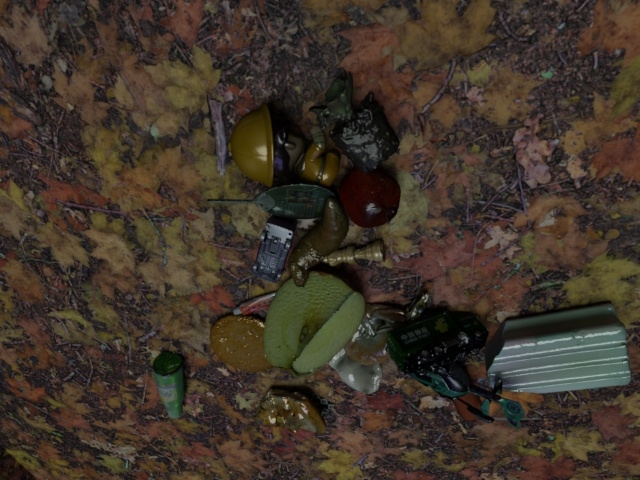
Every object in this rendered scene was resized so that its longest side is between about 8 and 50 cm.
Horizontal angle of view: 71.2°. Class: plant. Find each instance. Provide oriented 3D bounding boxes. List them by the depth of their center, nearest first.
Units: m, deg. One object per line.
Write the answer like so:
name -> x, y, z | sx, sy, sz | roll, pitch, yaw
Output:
plant -> 0.077, -0.254, 0.977 | 0.142, 0.131, 0.203 | -27, 114, 23

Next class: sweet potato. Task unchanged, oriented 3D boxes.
sweet potato -> 0.001, 0.000, 1.157 | 0.098, 0.124, 0.310 | 40, 128, 10

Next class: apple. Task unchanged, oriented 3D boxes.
apple -> -0.016, 0.226, 1.266 | 0.254, 0.179, 0.346 | 32, 108, -10

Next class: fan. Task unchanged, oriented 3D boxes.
fan -> -0.089, -0.098, 1.063 | 0.294, 0.012, 0.223 | 10, 162, -32

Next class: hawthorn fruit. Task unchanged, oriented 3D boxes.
hawthorn fruit -> 0.110, -0.112, 1.068 | 0.172, 0.148, 0.148 | 44, 125, 19

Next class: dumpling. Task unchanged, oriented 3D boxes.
dumpling -> 0.117, 0.391, 1.390 | 0.188, 0.108, 0.127 | 41, 96, 3

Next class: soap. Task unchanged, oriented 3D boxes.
soap -> 0.625, 0.305, 1.213 | 0.347, 0.115, 0.208 | -15, 116, 21

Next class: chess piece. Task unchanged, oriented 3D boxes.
chess piece -> 0.087, 0.038, 1.203 | 0.172, 0.060, 0.060 | -7, 119, 19

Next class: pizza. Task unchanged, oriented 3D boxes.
pizza -> -0.131, 0.607, 1.576 | 0.297, 0.071, 0.189 | -6, 119, 31

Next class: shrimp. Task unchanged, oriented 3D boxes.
shrimp -> 0.184, 0.237, 1.290 | 0.168, 0.077, 0.317 | 45, 110, 7

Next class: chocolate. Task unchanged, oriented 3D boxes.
chocolate -> -0.541, 0.540, 1.625 | 0.110, 0.110, 0.291 | 10, 125, 6

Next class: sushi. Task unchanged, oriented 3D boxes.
sushi -> -0.029, 0.596, 1.587 | 0.120, 0.026, 0.126 | 30, 122, -6

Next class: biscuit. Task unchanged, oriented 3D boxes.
biscuit -> -0.243, 0.338, 1.469 | 0.254, 0.035, 0.254 | 5, 121, 8

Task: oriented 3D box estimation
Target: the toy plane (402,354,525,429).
toy plane -> 0.373, 0.392, 1.246 | 0.382, 0.106, 0.155 | 13, 124, 38

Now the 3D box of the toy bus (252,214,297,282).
toy bus -> -0.121, 0.022, 1.215 | 0.087, 0.098, 0.178 | 19, 120, -1

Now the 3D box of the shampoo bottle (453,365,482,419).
shampoo bottle -> 0.420, 0.437, 1.362 | 0.085, 0.085, 0.244 | -21, 111, 23

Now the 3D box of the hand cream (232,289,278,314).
hand cream -> -0.172, 0.191, 1.368 | 0.216, 0.038, 0.052 | -19, 143, 18

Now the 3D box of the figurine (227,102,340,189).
figurine -> -0.081, -0.196, 1.024 | 0.257, 0.167, 0.192 | 24, 149, -6

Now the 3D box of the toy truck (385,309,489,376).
toy truck -> 0.319, 0.274, 1.212 | 0.259, 0.121, 0.088 | -15, 131, -19
